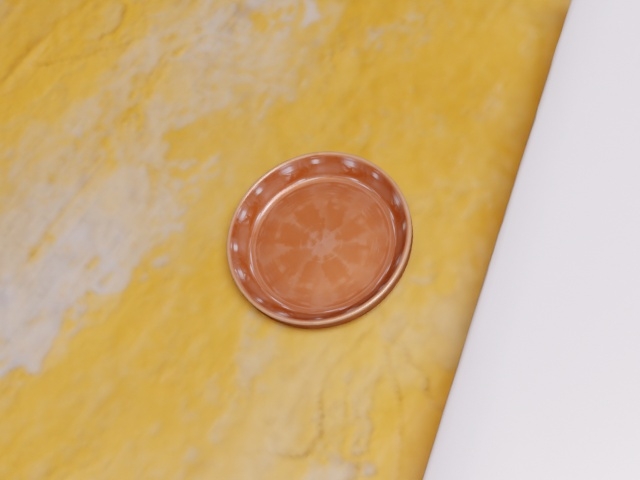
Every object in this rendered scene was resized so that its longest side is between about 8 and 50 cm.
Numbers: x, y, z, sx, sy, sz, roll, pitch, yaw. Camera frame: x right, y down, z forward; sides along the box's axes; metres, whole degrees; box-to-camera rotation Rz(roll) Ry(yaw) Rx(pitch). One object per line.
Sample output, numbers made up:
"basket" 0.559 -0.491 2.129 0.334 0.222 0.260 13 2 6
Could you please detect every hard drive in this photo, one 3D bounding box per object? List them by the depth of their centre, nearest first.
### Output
"hard drive" 0.165 0.069 0.429 0.233 0.047 0.353 13 70 19

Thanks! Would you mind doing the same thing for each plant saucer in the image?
"plant saucer" 0.000 0.000 0.521 0.083 0.013 0.084 -6 65 12
